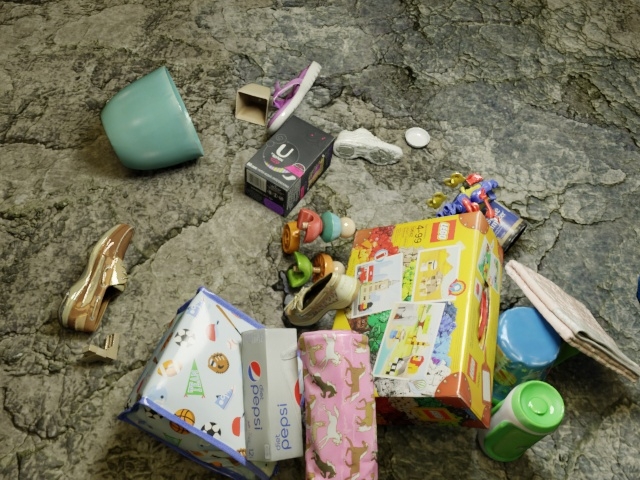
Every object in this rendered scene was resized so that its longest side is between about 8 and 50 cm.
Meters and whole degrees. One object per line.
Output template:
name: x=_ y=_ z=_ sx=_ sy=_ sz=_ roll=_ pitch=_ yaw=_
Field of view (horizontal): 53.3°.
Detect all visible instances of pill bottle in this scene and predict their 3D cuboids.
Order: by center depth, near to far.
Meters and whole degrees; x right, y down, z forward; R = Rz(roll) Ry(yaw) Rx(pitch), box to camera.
pill bottle: x=0.512 y=-0.068 z=1.965 sx=0.219 sy=0.123 sz=0.123 roll=39 pitch=62 yaw=18

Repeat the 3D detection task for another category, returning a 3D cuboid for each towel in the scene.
towel: x=0.668 y=0.206 z=1.684 sx=0.331 sy=0.053 sz=0.317 roll=30 pitch=20 yaw=-30

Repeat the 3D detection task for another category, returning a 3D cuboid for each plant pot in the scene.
plant pot: x=-0.522 y=-0.351 z=1.946 sx=0.235 sy=0.293 sz=0.293 roll=-23 pitch=62 yaw=-4
plant pot: x=-0.219 y=-0.471 z=2.158 sx=0.109 sy=0.109 sz=0.096 roll=16 pitch=45 yaw=4

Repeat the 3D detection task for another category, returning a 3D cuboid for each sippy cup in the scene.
sippy cup: x=0.512 y=0.291 z=1.674 sx=0.305 sy=0.224 sz=0.240 roll=-38 pitch=68 yaw=-25

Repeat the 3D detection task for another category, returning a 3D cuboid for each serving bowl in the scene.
serving bowl: x=0.329 y=-0.346 z=2.178 sx=0.083 sy=0.027 sz=0.083 roll=3 pitch=57 yaw=-5

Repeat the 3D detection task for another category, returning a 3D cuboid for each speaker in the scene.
speaker: x=0.473 y=0.439 z=1.530 sx=0.131 sy=0.297 sz=0.131 roll=3 pitch=57 yaw=-4

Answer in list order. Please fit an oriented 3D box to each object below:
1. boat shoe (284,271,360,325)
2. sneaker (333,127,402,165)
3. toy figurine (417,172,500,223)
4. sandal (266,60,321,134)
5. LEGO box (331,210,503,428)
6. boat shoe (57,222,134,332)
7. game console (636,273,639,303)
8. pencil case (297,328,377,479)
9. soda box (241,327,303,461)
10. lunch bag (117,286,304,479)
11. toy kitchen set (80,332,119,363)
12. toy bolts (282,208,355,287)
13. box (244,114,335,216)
boat shoe: x=-0.012 y=0.146 z=1.682 sx=0.089 sy=0.285 sz=0.105 roll=32 pitch=50 yaw=-23
sneaker: x=0.162 y=-0.324 z=2.113 sx=0.232 sy=0.090 sz=0.115 roll=12 pitch=54 yaw=1
toy figurine: x=0.428 y=-0.066 z=1.854 sx=0.217 sy=0.362 sz=0.191 roll=-24 pitch=70 yaw=-37
sandal: x=-0.114 y=-0.484 z=2.123 sx=0.102 sy=0.169 sz=0.416 roll=36 pitch=39 yaw=-10
LEGO box: x=0.240 y=0.202 z=1.617 sx=0.372 sy=0.193 sz=0.500 roll=-9 pitch=50 yaw=32
boat shoe: x=-0.586 y=0.108 z=1.743 sx=0.119 sy=0.123 sz=0.324 roll=22 pitch=66 yaw=2
game console: x=1.040 y=0.236 z=1.806 sx=0.173 sy=0.250 sz=0.293 roll=-20 pitch=58 yaw=13
pencil case: x=0.036 y=0.390 z=1.390 sx=0.160 sy=0.167 sz=0.386 roll=0 pitch=76 yaw=-15
soda box: x=-0.109 y=0.343 z=1.436 sx=0.098 sy=0.091 sz=0.287 roll=9 pitch=72 yaw=-44
lunch bag: x=-0.228 y=0.364 z=1.534 sx=0.385 sy=0.239 sz=0.328 roll=33 pitch=55 yaw=-15
toy kitchen set: x=-0.582 y=0.275 z=1.660 sx=0.068 sy=0.083 sz=0.075 roll=-23 pitch=52 yaw=29
toy bolts: x=0.000 y=0.000 z=1.822 sx=0.158 sy=0.229 sz=0.218 roll=3 pitch=42 yaw=-21
box: x=-0.096 y=-0.236 z=1.992 sx=0.165 sy=0.143 sz=0.270 roll=30 pitch=59 yaw=13
